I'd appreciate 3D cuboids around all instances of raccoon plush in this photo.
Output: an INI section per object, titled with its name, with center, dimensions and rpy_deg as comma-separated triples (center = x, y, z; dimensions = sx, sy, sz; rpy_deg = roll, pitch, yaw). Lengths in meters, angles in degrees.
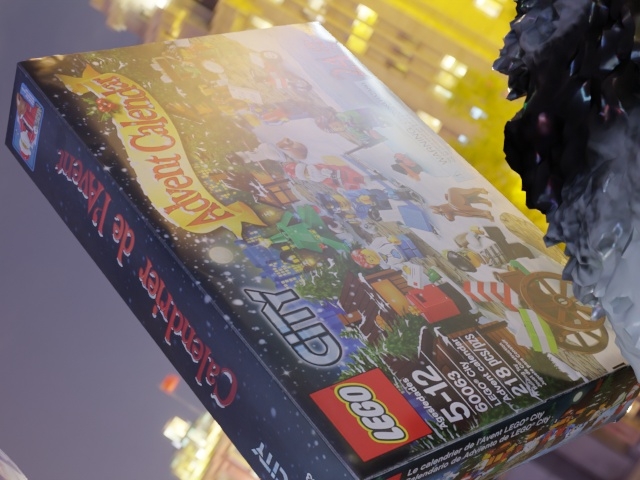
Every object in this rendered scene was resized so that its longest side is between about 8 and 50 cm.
[raccoon plush]
center = 0.111, -0.213, 0.370
dimensions = 0.216, 0.446, 0.299
rpy_deg = -19, -37, 3

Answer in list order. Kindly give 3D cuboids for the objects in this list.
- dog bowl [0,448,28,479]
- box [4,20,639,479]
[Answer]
[dog bowl]
center = -0.187, 0.134, 0.284
dimensions = 0.265, 0.265, 0.104
rpy_deg = -55, -47, -12
[box]
center = 0.000, 0.000, 0.493
dimensions = 0.159, 0.233, 0.044
rpy_deg = -15, -40, -38
